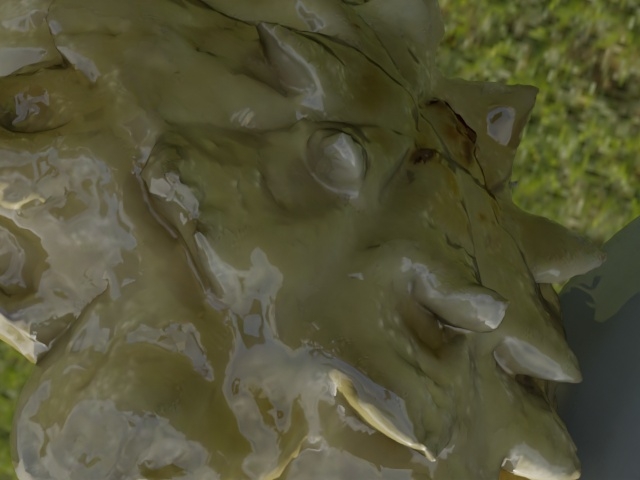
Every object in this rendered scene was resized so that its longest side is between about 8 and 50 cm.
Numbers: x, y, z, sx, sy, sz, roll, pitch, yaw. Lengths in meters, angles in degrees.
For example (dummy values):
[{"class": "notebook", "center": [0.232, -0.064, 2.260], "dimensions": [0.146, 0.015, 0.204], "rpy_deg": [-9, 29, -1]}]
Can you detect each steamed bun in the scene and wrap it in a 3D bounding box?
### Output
[{"class": "steamed bun", "center": [0.000, 0.000, 0.558], "dimensions": [0.137, 0.292, 0.295], "rpy_deg": [-32, 140, 26]}]

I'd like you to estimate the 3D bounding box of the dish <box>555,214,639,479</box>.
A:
[{"class": "dish", "center": [0.217, 0.115, 0.614], "dimensions": [0.316, 0.316, 0.106], "rpy_deg": [23, 175, 0]}]
